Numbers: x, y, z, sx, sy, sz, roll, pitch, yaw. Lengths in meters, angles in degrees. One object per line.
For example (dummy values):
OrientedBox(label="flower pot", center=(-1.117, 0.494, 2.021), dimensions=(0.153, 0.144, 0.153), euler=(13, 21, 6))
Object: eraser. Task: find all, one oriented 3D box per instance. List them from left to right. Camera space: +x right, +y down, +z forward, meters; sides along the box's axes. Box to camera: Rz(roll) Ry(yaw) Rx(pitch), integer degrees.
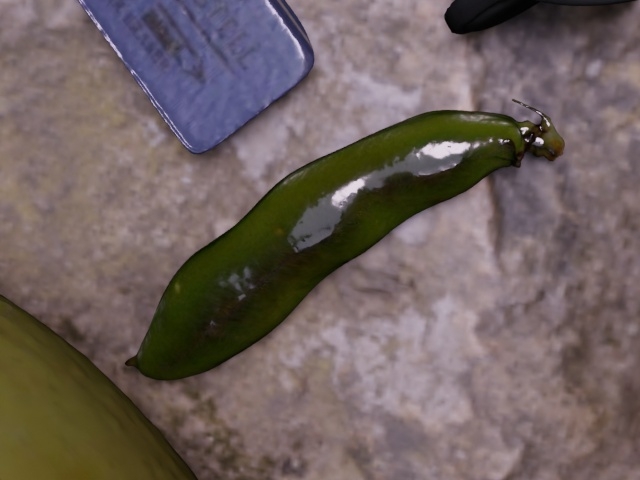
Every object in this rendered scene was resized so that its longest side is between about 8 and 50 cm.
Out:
OrientedBox(label="eraser", center=(-0.094, -0.155, 0.531), dimensions=(0.082, 0.036, 0.225), euler=(-35, 92, 16))

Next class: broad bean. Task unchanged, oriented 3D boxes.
OrientedBox(label="broad bean", center=(-0.002, -0.004, 0.534), dimensions=(0.255, 0.046, 0.065), euler=(-33, 105, 13))

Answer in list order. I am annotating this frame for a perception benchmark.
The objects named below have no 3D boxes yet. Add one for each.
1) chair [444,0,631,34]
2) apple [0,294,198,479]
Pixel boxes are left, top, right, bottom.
OrientedBox(label="chair", center=(0.058, -0.181, 0.476), dimensions=(0.095, 0.104, 0.221), euler=(-34, 87, 39))
OrientedBox(label="apple", center=(-0.223, 0.244, 0.419), dimensions=(0.474, 0.473, 0.473), euler=(2, 100, 10))
